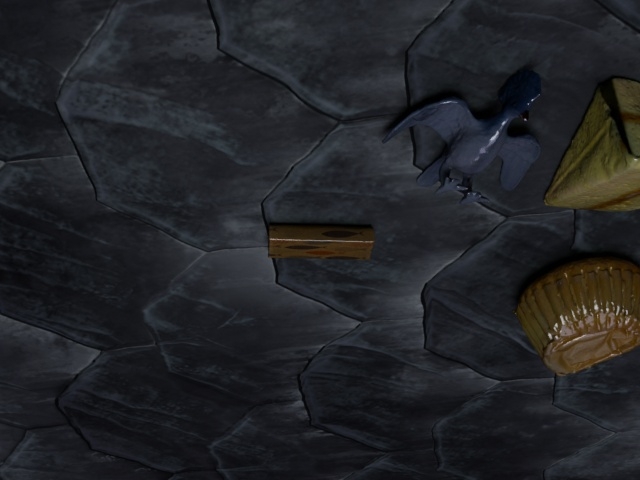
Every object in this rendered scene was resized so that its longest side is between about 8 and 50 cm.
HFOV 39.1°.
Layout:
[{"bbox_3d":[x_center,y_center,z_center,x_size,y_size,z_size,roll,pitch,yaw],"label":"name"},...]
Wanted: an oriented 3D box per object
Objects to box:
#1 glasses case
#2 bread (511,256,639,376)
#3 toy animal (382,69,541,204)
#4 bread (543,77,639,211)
[{"bbox_3d":[0.000,0.000,1.465,0.170,0.041,0.064,1,149,-5],"label":"glasses case"},{"bbox_3d":[0.462,0.126,1.555,0.240,0.139,0.240,-4,138,-4],"label":"bread"},{"bbox_3d":[0.227,-0.138,1.298,0.239,0.176,0.255,25,166,-23],"label":"toy animal"},{"bbox_3d":[0.453,-0.081,1.307,0.168,0.163,0.264,4,138,-8],"label":"bread"}]
